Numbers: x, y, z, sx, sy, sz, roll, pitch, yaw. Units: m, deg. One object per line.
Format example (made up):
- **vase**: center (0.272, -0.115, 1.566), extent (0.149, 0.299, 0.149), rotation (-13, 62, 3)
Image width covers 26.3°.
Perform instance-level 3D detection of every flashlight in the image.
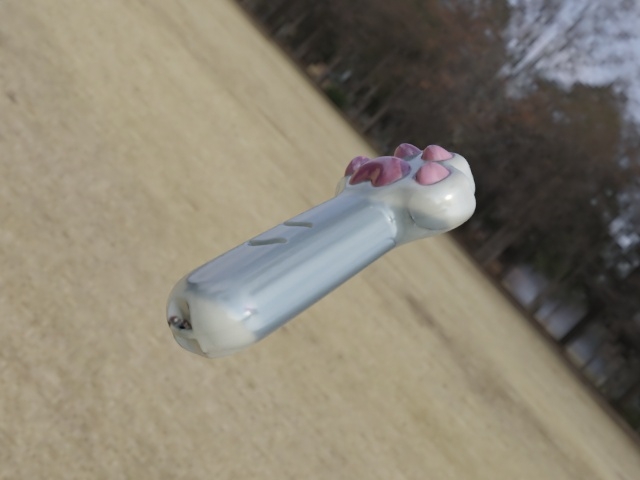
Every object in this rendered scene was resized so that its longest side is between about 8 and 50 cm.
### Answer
- **flashlight**: center (0.000, 0.000, 0.745), extent (0.093, 0.200, 0.047), rotation (10, -56, 52)
